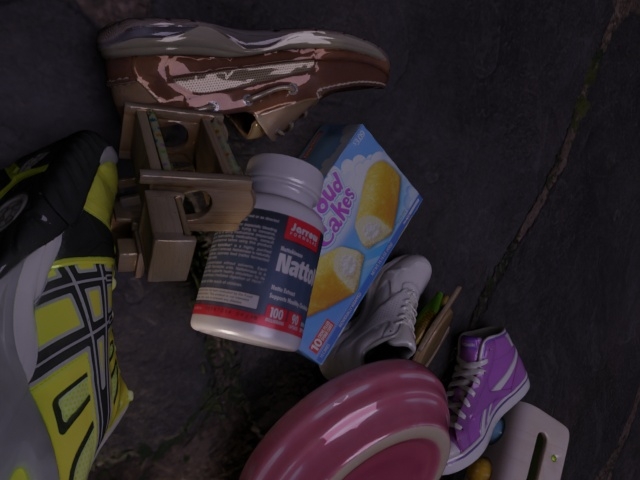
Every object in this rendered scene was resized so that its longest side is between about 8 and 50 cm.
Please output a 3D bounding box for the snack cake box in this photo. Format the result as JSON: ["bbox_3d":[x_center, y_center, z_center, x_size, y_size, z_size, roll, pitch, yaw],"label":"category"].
[{"bbox_3d":[0.000,0.000,0.669,0.152,0.089,0.264,43,73,-35],"label":"snack cake box"}]

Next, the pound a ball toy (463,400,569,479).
[{"bbox_3d":[0.289,0.455,0.944,0.136,0.208,0.319,34,64,-10],"label":"pound a ball toy"}]

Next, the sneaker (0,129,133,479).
[{"bbox_3d":[-0.220,0.075,0.396,0.147,0.145,0.384,50,31,-45],"label":"sneaker"}]

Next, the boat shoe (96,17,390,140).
[{"bbox_3d":[-0.068,-0.170,0.578,0.325,0.123,0.116,-8,107,-26],"label":"boat shoe"}]

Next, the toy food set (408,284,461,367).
[{"bbox_3d":[0.165,0.145,0.821,0.132,0.039,0.192,-51,156,-21],"label":"toy food set"}]

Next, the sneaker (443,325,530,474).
[{"bbox_3d":[0.242,0.252,0.901,0.282,0.102,0.161,-35,111,-35],"label":"sneaker"}]

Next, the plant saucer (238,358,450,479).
[{"bbox_3d":[0.052,0.312,0.702,0.332,0.084,0.332,-18,128,-25],"label":"plant saucer"}]

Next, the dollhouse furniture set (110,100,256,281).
[{"bbox_3d":[-0.124,-0.004,0.479,0.101,0.182,0.161,0,134,-29],"label":"dollhouse furniture set"}]

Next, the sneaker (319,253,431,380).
[{"bbox_3d":[0.106,0.120,0.752,0.232,0.115,0.090,-53,124,-17],"label":"sneaker"}]

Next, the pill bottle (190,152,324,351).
[{"bbox_3d":[-0.054,0.011,0.524,0.108,0.108,0.180,23,72,-37],"label":"pill bottle"}]
